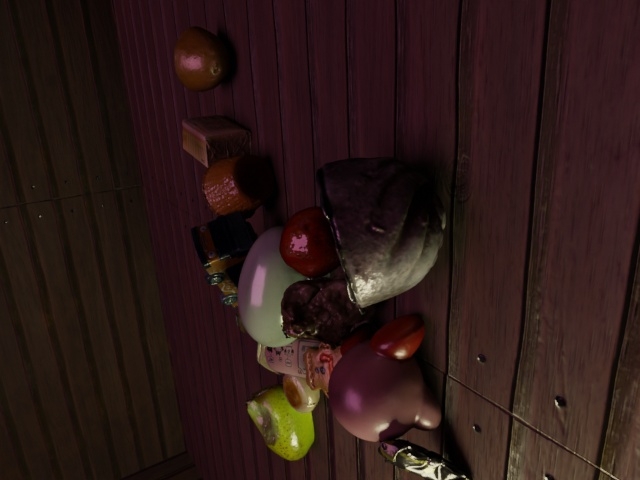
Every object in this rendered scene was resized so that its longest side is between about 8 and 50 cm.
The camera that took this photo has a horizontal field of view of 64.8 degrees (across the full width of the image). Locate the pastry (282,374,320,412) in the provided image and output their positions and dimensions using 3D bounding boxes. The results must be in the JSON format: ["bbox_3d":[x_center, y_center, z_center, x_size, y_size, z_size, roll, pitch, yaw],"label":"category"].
[{"bbox_3d":[-0.058,0.477,1.630,0.156,0.091,0.157,38,136,47],"label":"pastry"}]

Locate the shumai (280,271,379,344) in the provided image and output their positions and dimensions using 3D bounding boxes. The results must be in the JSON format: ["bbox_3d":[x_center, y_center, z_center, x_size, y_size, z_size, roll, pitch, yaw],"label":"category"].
[{"bbox_3d":[0.024,0.135,1.215,0.186,0.218,0.184,-59,38,21],"label":"shumai"}]

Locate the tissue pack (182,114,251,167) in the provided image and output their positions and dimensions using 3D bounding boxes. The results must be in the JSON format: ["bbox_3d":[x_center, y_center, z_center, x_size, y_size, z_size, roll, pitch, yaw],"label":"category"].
[{"bbox_3d":[-0.356,-0.339,1.709,0.234,0.159,0.125,37,132,47],"label":"tissue pack"}]

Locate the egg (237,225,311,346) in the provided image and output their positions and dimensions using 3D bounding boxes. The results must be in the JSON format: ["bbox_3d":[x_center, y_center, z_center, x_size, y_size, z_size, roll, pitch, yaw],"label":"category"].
[{"bbox_3d":[-0.124,0.134,1.457,0.230,0.229,0.372,32,123,50],"label":"egg"}]

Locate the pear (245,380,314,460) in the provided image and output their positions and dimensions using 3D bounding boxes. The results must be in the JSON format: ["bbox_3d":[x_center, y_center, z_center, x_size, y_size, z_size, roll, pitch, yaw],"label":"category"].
[{"bbox_3d":[-0.137,0.643,1.771,0.292,0.159,0.293,31,130,47],"label":"pear"}]

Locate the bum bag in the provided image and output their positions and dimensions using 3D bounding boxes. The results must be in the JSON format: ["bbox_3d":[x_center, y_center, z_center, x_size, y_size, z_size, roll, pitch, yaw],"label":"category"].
[{"bbox_3d":[0.217,0.480,1.086,0.106,0.232,0.060,-37,25,51],"label":"bum bag"}]

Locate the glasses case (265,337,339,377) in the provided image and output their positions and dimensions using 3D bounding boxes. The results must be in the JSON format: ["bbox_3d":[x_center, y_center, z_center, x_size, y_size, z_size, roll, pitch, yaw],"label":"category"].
[{"bbox_3d":[-0.058,0.350,1.535,0.314,0.075,0.122,-3,89,43],"label":"glasses case"}]

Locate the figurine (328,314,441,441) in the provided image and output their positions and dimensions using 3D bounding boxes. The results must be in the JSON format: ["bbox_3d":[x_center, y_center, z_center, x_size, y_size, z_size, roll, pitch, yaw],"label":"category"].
[{"bbox_3d":[0.118,0.326,1.144,0.269,0.211,0.262,-24,80,59],"label":"figurine"}]

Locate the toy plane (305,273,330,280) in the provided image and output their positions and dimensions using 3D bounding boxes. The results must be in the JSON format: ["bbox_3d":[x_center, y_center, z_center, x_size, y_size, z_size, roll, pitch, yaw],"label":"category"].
[{"bbox_3d":[0.000,0.135,1.373,0.065,0.162,0.171,-7,60,48],"label":"toy plane"}]

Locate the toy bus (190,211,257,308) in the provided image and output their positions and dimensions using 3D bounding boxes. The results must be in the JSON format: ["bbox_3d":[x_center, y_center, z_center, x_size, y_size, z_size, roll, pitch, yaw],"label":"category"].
[{"bbox_3d":[-0.275,0.067,1.614,0.324,0.194,0.162,75,171,-58],"label":"toy bus"}]

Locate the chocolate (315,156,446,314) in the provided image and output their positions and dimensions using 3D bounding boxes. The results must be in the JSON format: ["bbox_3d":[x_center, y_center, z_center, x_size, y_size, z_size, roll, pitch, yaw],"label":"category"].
[{"bbox_3d":[0.130,-0.029,0.964,0.303,0.212,0.304,-17,-90,-85],"label":"chocolate"}]

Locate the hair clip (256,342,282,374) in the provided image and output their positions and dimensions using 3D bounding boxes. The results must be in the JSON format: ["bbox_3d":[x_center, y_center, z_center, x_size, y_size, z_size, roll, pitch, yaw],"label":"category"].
[{"bbox_3d":[-0.147,0.294,1.699,0.138,0.091,0.322,19,118,30],"label":"hair clip"}]

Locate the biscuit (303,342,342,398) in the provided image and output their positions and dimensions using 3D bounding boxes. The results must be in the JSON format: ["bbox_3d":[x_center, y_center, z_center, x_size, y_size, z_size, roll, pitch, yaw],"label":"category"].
[{"bbox_3d":[0.042,0.352,1.378,0.225,0.036,0.166,-8,85,39],"label":"biscuit"}]

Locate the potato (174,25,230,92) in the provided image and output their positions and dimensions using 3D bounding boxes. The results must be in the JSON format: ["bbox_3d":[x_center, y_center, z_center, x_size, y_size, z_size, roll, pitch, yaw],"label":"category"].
[{"bbox_3d":[-0.363,-0.578,1.637,0.158,0.178,0.204,26,100,35],"label":"potato"}]

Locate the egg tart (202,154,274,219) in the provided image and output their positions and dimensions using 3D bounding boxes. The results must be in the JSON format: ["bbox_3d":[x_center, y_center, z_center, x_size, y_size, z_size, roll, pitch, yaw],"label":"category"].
[{"bbox_3d":[-0.250,-0.170,1.578,0.170,0.215,0.216,-14,91,49],"label":"egg tart"}]

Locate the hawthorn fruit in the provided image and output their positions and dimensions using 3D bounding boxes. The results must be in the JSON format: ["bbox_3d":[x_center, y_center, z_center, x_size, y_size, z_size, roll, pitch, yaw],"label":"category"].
[{"bbox_3d":[0.000,0.000,1.260,0.200,0.179,0.179,-18,86,45],"label":"hawthorn fruit"}]

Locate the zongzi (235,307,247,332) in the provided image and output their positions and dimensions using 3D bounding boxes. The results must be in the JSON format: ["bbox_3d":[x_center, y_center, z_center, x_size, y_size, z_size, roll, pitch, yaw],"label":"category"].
[{"bbox_3d":[-0.276,0.194,1.860,0.228,0.114,0.256,116,138,-54],"label":"zongzi"}]
